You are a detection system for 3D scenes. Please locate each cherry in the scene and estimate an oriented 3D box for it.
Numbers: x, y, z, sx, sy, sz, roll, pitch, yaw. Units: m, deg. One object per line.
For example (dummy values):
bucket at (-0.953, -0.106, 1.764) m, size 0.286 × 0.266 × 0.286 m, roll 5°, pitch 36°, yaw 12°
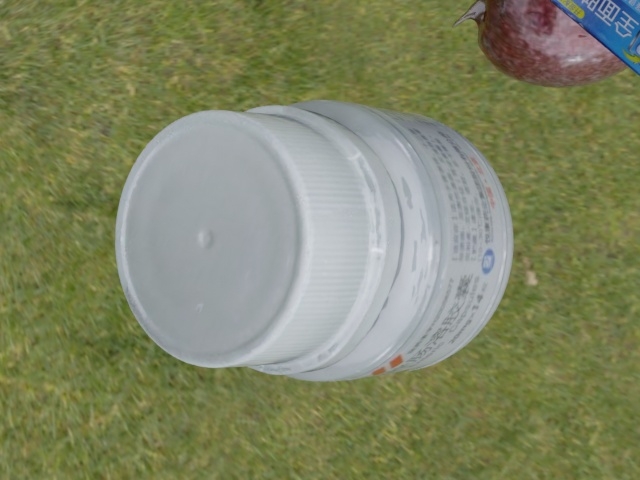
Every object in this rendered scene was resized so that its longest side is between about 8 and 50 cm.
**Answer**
cherry at (0.308, -0.299, 1.474) m, size 0.300 × 0.203 × 0.230 m, roll -2°, pitch 110°, yaw 10°

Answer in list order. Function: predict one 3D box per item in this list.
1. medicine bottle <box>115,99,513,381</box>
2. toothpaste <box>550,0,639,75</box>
medicine bottle at (0.000, 0.000, 1.058) m, size 0.306 × 0.245 × 0.245 m, roll 1°, pitch 99°, yaw -53°
toothpaste at (0.327, -0.145, 1.033) m, size 0.076 × 0.320 × 0.066 m, roll -20°, pitch 147°, yaw -44°
